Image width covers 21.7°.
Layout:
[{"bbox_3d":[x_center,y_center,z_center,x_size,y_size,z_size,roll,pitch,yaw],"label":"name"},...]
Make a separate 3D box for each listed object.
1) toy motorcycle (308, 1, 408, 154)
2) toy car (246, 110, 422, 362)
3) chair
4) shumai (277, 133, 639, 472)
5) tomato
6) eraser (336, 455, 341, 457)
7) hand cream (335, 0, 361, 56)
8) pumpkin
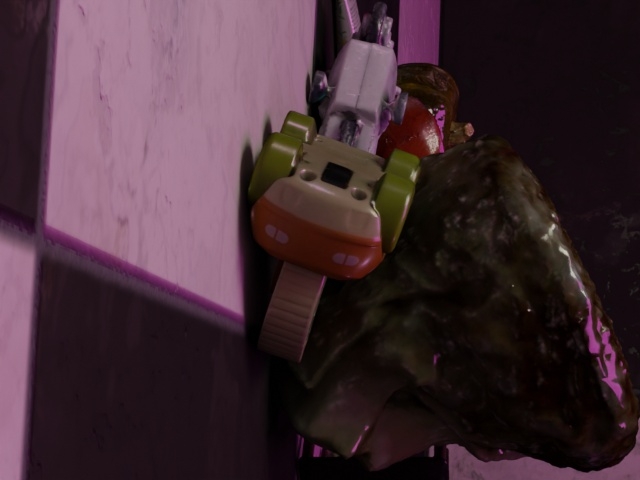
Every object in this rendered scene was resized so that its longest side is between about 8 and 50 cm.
[{"bbox_3d":[0.042,-0.151,1.973,0.171,0.110,0.260,101,2,-55],"label":"toy motorcycle"},{"bbox_3d":[-0.007,0.006,1.609,0.235,0.145,0.235,20,90,-89],"label":"toy car"},{"bbox_3d":[0.067,0.297,1.936,0.272,0.188,0.166,-85,171,-46],"label":"chair"},{"bbox_3d":[0.122,0.108,1.743,0.395,0.348,0.395,157,-90,-87],"label":"shumai"},{"bbox_3d":[0.092,-0.115,2.369,0.189,0.099,0.173,-6,-80,59],"label":"tomato"},{"bbox_3d":[0.076,0.345,2.191,0.158,0.069,0.226,63,6,4],"label":"eraser"},{"bbox_3d":[0.037,-0.248,2.136,0.067,0.042,0.194,-58,144,-60],"label":"hand cream"},{"bbox_3d":[0.156,-0.172,2.561,0.219,0.162,0.219,4,90,-78],"label":"pumpkin"}]
